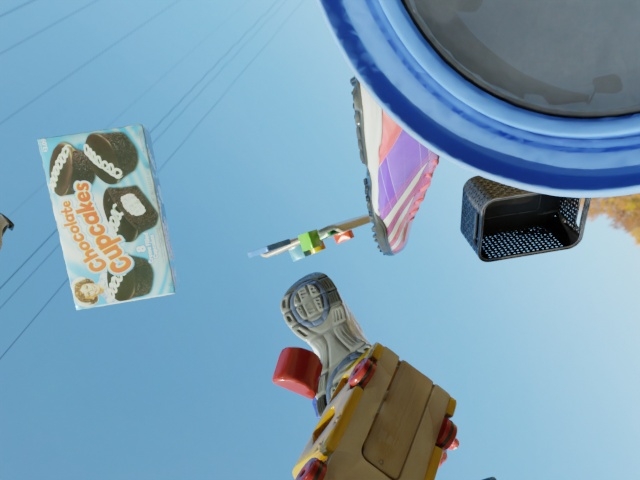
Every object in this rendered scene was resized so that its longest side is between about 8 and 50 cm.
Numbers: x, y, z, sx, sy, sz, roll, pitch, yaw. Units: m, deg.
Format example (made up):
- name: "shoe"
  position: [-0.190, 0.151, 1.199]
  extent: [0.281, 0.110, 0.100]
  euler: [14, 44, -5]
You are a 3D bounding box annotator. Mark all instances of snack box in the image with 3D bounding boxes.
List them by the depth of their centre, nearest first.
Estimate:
- name: "snack box"
  position: [-0.392, -0.043, 0.946]
  extent: [0.060, 0.187, 0.321]
  euler: [-129, 30, -80]

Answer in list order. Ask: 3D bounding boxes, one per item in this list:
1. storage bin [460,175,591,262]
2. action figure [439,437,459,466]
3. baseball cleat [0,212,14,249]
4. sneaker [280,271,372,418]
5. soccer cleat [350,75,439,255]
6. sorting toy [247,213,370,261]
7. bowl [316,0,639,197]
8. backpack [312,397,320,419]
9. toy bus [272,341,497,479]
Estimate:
- name: "storage bin"
  position: [0.335, -0.046, 0.832]
  extent: [0.084, 0.180, 0.122]
  euler: [-102, 5, -56]
- name: "action figure"
  position: [0.104, 0.227, 0.505]
  extent: [0.030, 0.115, 0.038]
  euler: [24, -143, -6]
- name: "baseball cleat"
  position: [-0.418, 0.027, 0.519]
  extent: [0.109, 0.072, 0.206]
  euler: [38, -128, -5]
- name: "sneaker"
  position: [0.046, 0.175, 0.692]
  extent: [0.129, 0.111, 0.297]
  euler: [50, -168, -47]
- name: "soccer cleat"
  position: [0.115, -0.092, 0.682]
  extent: [0.318, 0.116, 0.108]
  euler: [75, -171, -47]
- name: "sorting toy"
  position: [0.000, 0.000, 1.044]
  extent: [0.348, 0.196, 0.047]
  euler: [-20, -89, -61]
- name: "bowl"
  position: [0.127, -0.214, 0.286]
  extent: [0.077, 0.391, 0.391]
  euler: [-34, -89, -26]
- name: "backpack"
  position: [0.059, 0.310, 0.933]
  extent: [0.120, 0.098, 0.101]
  euler: [27, -170, -18]
- name: "toy bus"
  position: [0.031, 0.189, 0.411]
  extent: [0.202, 0.104, 0.191]
  euler: [2, -126, -29]
